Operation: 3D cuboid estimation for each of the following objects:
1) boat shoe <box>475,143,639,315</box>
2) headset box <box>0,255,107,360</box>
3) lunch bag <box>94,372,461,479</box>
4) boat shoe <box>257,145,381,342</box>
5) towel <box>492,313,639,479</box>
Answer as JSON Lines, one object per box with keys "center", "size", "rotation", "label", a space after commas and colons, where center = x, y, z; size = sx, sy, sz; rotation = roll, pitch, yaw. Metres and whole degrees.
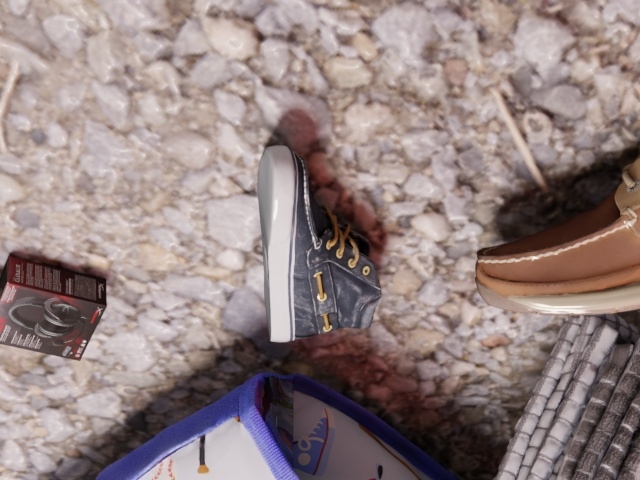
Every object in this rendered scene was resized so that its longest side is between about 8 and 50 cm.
{"center": [0.265, -0.028, 0.880], "size": [0.324, 0.123, 0.116], "rotation": [-14, 98, 4], "label": "boat shoe"}
{"center": [-0.207, 0.050, 0.895], "size": [0.083, 0.032, 0.062], "rotation": [15, 126, -24], "label": "headset box"}
{"center": [-0.039, 0.309, 1.020], "size": [0.328, 0.239, 0.385], "rotation": [-36, 117, 22], "label": "lunch bag"}
{"center": [0.000, 0.000, 0.876], "size": [0.083, 0.065, 0.183], "rotation": [-7, 138, -7], "label": "boat shoe"}
{"center": [0.261, 0.219, 0.978], "size": [0.235, 0.121, 0.284], "rotation": [38, 72, -33], "label": "towel"}
